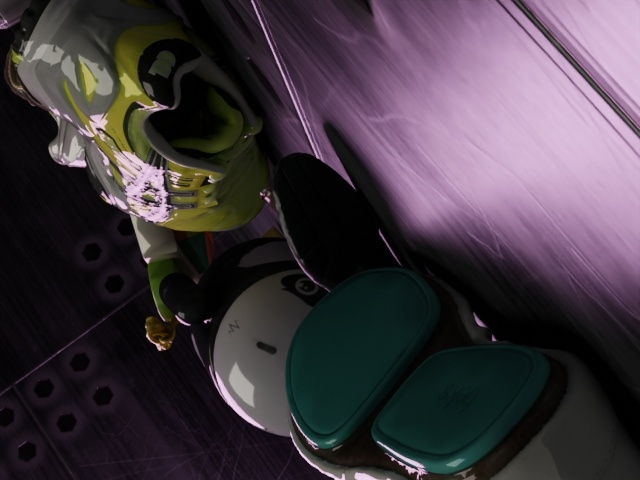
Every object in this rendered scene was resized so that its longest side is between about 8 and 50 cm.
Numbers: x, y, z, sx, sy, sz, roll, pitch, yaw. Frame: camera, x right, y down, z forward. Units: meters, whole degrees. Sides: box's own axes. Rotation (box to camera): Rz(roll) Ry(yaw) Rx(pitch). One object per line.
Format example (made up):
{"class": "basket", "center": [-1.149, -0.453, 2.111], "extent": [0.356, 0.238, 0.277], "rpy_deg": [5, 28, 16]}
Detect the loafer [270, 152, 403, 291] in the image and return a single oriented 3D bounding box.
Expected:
{"class": "loafer", "center": [0.015, 0.005, 1.075], "extent": [0.170, 0.062, 0.061], "rpy_deg": [57, 179, -26]}

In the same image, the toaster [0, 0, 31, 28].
{"class": "toaster", "center": [-0.332, -0.326, 1.580], "extent": [0.227, 0.146, 0.129], "rpy_deg": [57, 174, -35]}

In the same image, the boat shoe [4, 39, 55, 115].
{"class": "boat shoe", "center": [-0.248, -0.175, 1.529], "extent": [0.097, 0.116, 0.324], "rpy_deg": [5, -174, -34]}

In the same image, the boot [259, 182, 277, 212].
{"class": "boot", "center": [0.000, 0.000, 1.312], "extent": [0.114, 0.037, 0.106], "rpy_deg": [56, -171, 15]}

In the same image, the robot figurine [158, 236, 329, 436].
{"class": "robot figurine", "center": [-0.037, 0.090, 1.561], "extent": [0.278, 0.209, 0.173], "rpy_deg": [-139, 30, -73]}

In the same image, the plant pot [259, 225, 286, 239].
{"class": "plant pot", "center": [-0.051, 0.049, 1.968], "extent": [0.083, 0.081, 0.081], "rpy_deg": [41, 170, 23]}

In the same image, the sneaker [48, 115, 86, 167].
{"class": "sneaker", "center": [-0.278, -0.192, 1.771], "extent": [0.090, 0.115, 0.232], "rpy_deg": [29, -120, -79]}

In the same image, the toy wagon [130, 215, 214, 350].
{"class": "toy wagon", "center": [-0.172, -0.049, 1.693], "extent": [0.267, 0.068, 0.344], "rpy_deg": [64, -166, -67]}

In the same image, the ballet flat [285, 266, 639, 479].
{"class": "ballet flat", "center": [0.076, 0.109, 0.867], "extent": [0.139, 0.139, 0.400], "rpy_deg": [55, 172, -12]}

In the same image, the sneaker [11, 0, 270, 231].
{"class": "sneaker", "center": [-0.119, -0.082, 1.312], "extent": [0.147, 0.145, 0.385], "rpy_deg": [31, 174, 26]}
